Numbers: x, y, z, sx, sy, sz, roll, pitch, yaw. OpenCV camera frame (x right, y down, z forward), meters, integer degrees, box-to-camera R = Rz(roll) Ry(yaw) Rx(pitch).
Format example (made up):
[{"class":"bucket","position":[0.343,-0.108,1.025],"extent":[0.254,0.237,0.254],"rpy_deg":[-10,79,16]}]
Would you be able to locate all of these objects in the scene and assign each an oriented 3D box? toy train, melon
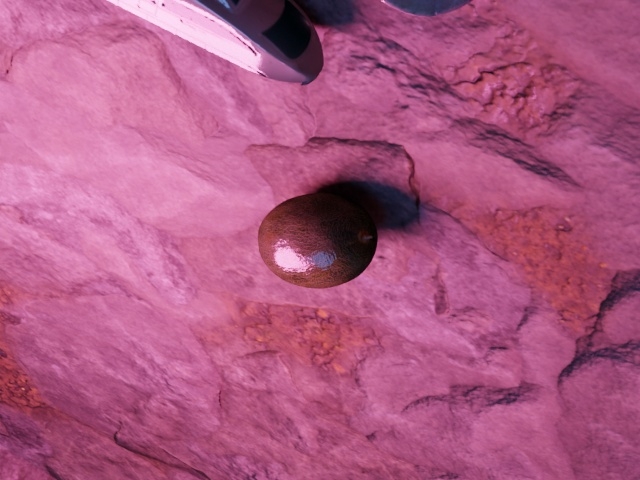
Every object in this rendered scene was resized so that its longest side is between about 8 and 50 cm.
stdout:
[{"class":"toy train","position":[-0.173,-0.286,1.714],"extent":[0.407,0.086,0.088],"rpy_deg":[27,144,4]},{"class":"melon","position":[0.000,0.000,1.958],"extent":[0.167,0.114,0.114],"rpy_deg":[-5,135,42]}]

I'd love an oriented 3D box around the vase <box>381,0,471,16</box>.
[{"class":"vase","position":[0.147,-0.333,1.241],"extent":[0.250,0.250,0.445],"rpy_deg":[35,153,-9]}]
